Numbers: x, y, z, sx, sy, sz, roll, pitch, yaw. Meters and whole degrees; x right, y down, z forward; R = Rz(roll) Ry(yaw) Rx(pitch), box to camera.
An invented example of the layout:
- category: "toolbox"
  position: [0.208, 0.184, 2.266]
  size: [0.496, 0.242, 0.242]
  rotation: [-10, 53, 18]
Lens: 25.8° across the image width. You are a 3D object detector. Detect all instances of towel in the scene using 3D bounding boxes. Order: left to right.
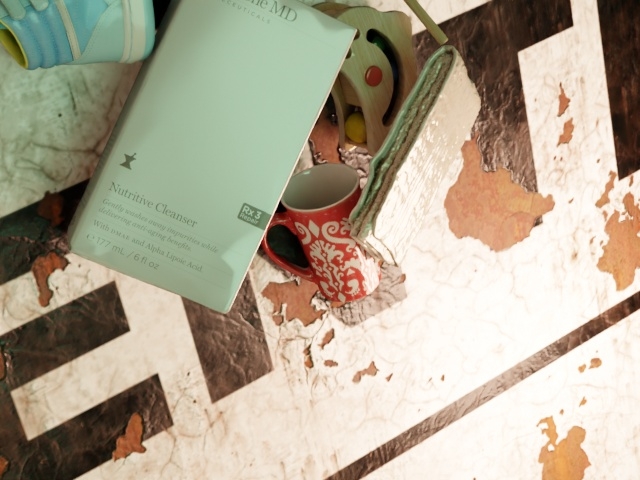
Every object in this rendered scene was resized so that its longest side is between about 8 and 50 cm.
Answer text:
- category: "towel"
  position: [0.128, -0.106, 1.872]
  size: [0.282, 0.049, 0.187]
  rotation: [-62, 159, -7]

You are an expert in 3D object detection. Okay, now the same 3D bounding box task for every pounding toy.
- category: "pounding toy"
  position: [0.066, -0.239, 1.854]
  size: [0.154, 0.155, 0.270]
  rotation: [-24, 116, -30]

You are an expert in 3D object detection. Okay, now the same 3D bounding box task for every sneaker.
- category: "sneaker"
  position: [-0.313, -0.340, 1.573]
  size: [0.208, 0.127, 0.319]
  rotation: [-16, 106, -22]

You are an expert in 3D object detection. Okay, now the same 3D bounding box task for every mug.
- category: "mug"
  position: [0.004, -0.006, 1.941]
  size: [0.113, 0.150, 0.169]
  rotation: [-69, 147, -48]

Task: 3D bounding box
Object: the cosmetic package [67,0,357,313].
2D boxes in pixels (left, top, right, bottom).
- category: "cosmetic package"
  position: [-0.137, -0.131, 1.707]
  size: [0.217, 0.156, 0.385]
  rotation: [23, 93, -14]
